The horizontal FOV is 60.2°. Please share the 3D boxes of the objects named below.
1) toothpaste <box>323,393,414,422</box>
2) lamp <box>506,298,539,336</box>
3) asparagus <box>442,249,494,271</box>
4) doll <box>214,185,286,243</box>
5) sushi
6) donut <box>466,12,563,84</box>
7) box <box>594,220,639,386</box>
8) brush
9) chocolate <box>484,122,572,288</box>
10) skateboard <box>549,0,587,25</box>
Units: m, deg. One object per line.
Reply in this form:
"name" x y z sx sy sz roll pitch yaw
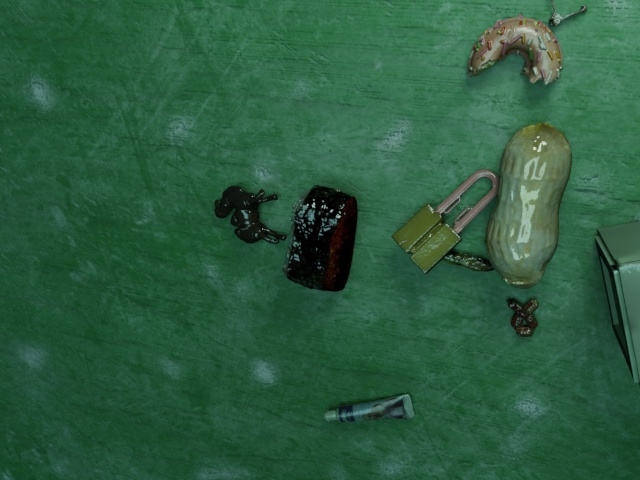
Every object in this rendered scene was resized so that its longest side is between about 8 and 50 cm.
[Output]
"toothpaste" 0.111 0.401 1.300 0.216 0.037 0.062 -11 102 16
"lamp" 0.414 0.159 1.129 0.063 0.031 0.083 -1 111 19
"asparagus" 0.277 0.034 1.130 0.165 0.036 0.030 16 130 12
"doll" -0.166 -0.056 1.234 0.165 0.057 0.139 -2 108 27
"sushi" 0.000 0.000 1.156 0.126 0.136 0.225 13 117 16
"donut" 0.348 -0.340 0.973 0.165 0.065 0.117 7 110 14
"box" 0.569 0.104 0.955 0.117 0.225 0.225 -12 102 21
"brush" 0.260 -0.048 1.096 0.233 0.047 0.103 -44 72 10
"chocolate" 0.378 -0.060 1.019 0.134 0.134 0.310 6 108 16
"skateboard" 0.416 -0.421 0.947 0.063 0.032 0.083 -21 102 12
